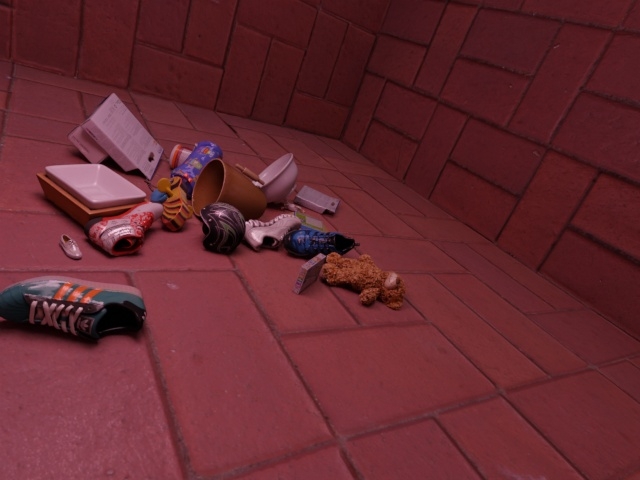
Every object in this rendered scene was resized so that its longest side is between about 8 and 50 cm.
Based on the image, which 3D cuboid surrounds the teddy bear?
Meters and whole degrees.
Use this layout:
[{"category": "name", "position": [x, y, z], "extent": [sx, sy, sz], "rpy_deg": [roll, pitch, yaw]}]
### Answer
[{"category": "teddy bear", "position": [0.168, 0.136, 1.585], "extent": [0.337, 0.113, 0.245], "rpy_deg": [28, 26, 17]}]

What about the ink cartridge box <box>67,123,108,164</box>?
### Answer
[{"category": "ink cartridge box", "position": [-0.951, -0.432, 1.814], "extent": [0.159, 0.092, 0.218], "rpy_deg": [51, 17, -20]}]

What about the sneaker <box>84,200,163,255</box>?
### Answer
[{"category": "sneaker", "position": [-0.581, -0.036, 1.335], "extent": [0.144, 0.090, 0.270], "rpy_deg": [32, 35, 23]}]

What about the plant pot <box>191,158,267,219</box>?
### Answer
[{"category": "plant pot", "position": [-0.351, -0.177, 1.718], "extent": [0.254, 0.237, 0.237], "rpy_deg": [19, 19, -42]}]

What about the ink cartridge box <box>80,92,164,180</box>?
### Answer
[{"category": "ink cartridge box", "position": [-0.853, -0.445, 1.848], "extent": [0.330, 0.071, 0.324], "rpy_deg": [55, 14, -34]}]

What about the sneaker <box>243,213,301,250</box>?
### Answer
[{"category": "sneaker", "position": [-0.180, -0.026, 1.669], "extent": [0.292, 0.110, 0.118], "rpy_deg": [-16, 50, -43]}]

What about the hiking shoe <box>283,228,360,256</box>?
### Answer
[{"category": "hiking shoe", "position": [0.000, 0.000, 1.672], "extent": [0.303, 0.132, 0.113], "rpy_deg": [3, 74, -34]}]

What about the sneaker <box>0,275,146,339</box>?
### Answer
[{"category": "sneaker", "position": [-0.546, 0.156, 0.941], "extent": [0.301, 0.108, 0.121], "rpy_deg": [6, 23, -34]}]

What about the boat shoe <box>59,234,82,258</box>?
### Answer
[{"category": "boat shoe", "position": [-0.711, 0.016, 1.197], "extent": [0.100, 0.035, 0.035], "rpy_deg": [35, 27, 30]}]

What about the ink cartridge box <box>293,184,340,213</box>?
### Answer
[{"category": "ink cartridge box", "position": [-0.014, -0.211, 2.262], "extent": [0.223, 0.045, 0.223], "rpy_deg": [23, 24, 2]}]

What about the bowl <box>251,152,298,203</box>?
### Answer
[{"category": "bowl", "position": [-0.210, -0.272, 2.016], "extent": [0.134, 0.297, 0.298], "rpy_deg": [50, 14, -21]}]

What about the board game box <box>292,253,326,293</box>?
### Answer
[{"category": "board game box", "position": [-0.038, 0.114, 1.466], "extent": [0.026, 0.104, 0.154], "rpy_deg": [28, 24, 16]}]

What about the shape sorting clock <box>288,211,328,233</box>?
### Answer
[{"category": "shape sorting clock", "position": [-0.059, -0.068, 1.922], "extent": [0.206, 0.040, 0.206], "rpy_deg": [21, 23, -10]}]

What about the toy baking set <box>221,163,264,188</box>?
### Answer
[{"category": "toy baking set", "position": [-0.347, -0.239, 1.840], "extent": [0.256, 0.196, 0.030], "rpy_deg": [27, 42, -40]}]

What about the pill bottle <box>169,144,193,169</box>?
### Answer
[{"category": "pill bottle", "position": [-0.597, -0.369, 2.017], "extent": [0.221, 0.121, 0.121], "rpy_deg": [19, 23, -6]}]

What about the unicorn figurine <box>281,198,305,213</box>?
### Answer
[{"category": "unicorn figurine", "position": [-0.146, -0.170, 2.061], "extent": [0.161, 0.060, 0.111], "rpy_deg": [38, 16, 4]}]

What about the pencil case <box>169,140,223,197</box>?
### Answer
[{"category": "pencil case", "position": [-0.542, -0.321, 1.835], "extent": [0.133, 0.119, 0.306], "rpy_deg": [37, 43, -16]}]

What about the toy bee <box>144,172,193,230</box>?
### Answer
[{"category": "toy bee", "position": [-0.547, -0.180, 1.561], "extent": [0.298, 0.162, 0.195], "rpy_deg": [53, -5, 17]}]

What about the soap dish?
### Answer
[{"category": "soap dish", "position": [-0.757, -0.150, 1.412], "extent": [0.290, 0.118, 0.228], "rpy_deg": [31, 25, 21]}]

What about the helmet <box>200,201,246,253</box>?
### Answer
[{"category": "helmet", "position": [-0.349, -0.052, 1.489], "extent": [0.169, 0.162, 0.169], "rpy_deg": [18, 23, -8]}]
